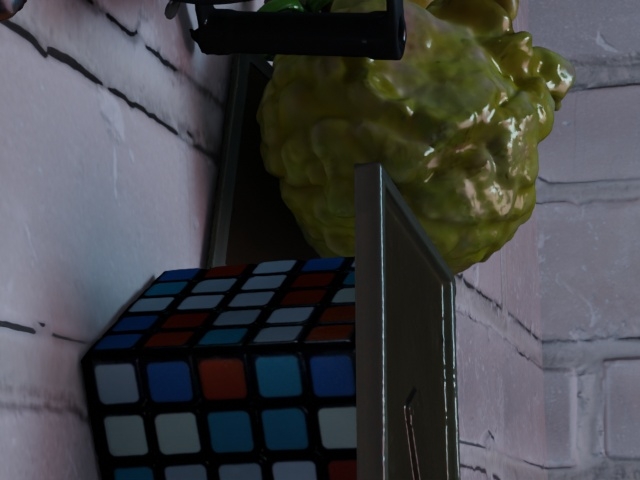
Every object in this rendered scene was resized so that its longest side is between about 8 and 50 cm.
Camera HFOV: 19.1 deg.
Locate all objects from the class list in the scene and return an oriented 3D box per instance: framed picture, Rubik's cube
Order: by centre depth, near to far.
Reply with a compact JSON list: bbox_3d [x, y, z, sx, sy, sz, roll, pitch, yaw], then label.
[{"bbox_3d":[0.059,0.135,1.191,0.232,0.024,0.315,50,36,-65],"label":"framed picture"},{"bbox_3d":[-0.034,0.123,1.251,0.184,0.187,0.182,-62,145,-70],"label":"Rubik's cube"},{"bbox_3d":[0.000,0.000,1.585,0.293,0.018,0.231,42,43,-43],"label":"framed picture"}]

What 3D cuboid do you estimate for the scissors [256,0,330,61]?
[{"bbox_3d":[-0.012,-0.146,1.632,0.204,0.101,0.027,91,-23,-59],"label":"scissors"}]

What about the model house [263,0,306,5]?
[{"bbox_3d":[-0.039,-0.224,1.587,0.058,0.057,0.083,-37,136,-26],"label":"model house"}]

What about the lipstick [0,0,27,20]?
[{"bbox_3d":[-0.203,-0.302,0.892,0.077,0.077,0.418,-69,153,-60],"label":"lipstick"}]

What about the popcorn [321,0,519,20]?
[{"bbox_3d":[0.079,-0.284,1.841,0.190,0.191,0.253,-146,-134,-63],"label":"popcorn"}]

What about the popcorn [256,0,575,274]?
[{"bbox_3d":[0.072,-0.080,1.515,0.212,0.259,0.259,118,-13,-45],"label":"popcorn"}]

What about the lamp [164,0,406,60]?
[{"bbox_3d":[-0.051,-0.247,1.241,0.272,0.205,0.374,-64,154,-58],"label":"lamp"}]
